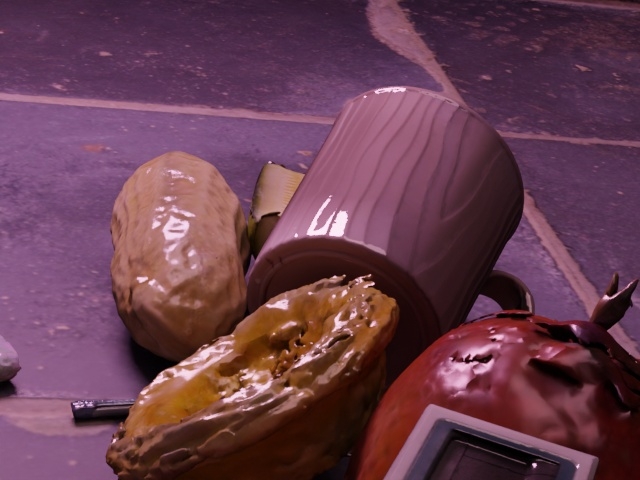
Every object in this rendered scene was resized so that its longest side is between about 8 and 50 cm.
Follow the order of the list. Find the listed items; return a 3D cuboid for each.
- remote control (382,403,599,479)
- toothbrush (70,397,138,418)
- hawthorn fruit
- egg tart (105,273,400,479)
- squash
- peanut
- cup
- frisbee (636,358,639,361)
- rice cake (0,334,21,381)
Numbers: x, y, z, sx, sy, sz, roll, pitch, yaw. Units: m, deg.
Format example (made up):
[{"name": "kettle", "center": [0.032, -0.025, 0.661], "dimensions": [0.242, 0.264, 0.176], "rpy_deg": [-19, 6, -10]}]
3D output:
[{"name": "remote control", "center": [0.061, 0.166, 0.695], "dimensions": [0.103, 0.055, 0.277], "rpy_deg": [17, 24, 13]}, {"name": "toothbrush", "center": [-0.123, 0.151, 1.353], "dimensions": [0.219, 0.016, 0.019], "rpy_deg": [-2, 25, -21]}, {"name": "hawthorn fruit", "center": [0.163, 0.162, 1.095], "dimensions": [0.276, 0.307, 0.276], "rpy_deg": [16, 13, -4]}, {"name": "egg tart", "center": [-0.045, 0.136, 1.210], "dimensions": [0.288, 0.118, 0.288], "rpy_deg": [-25, 9, 4]}, {"name": "squash", "center": [0.000, 0.000, 1.598], "dimensions": [0.169, 0.093, 0.252], "rpy_deg": [14, 16, -3]}, {"name": "peanut", "center": [-0.142, 0.017, 1.493], "dimensions": [0.152, 0.152, 0.313], "rpy_deg": [4, 24, -10]}, {"name": "cup", "center": [0.081, 0.027, 1.463], "dimensions": [0.208, 0.288, 0.273], "rpy_deg": [-10, 30, 32]}, {"name": "frisbee", "center": [0.304, 0.192, 1.336], "dimensions": [0.251, 0.021, 0.251], "rpy_deg": [1, 38, -1]}, {"name": "rice cake", "center": [-0.376, 0.086, 1.385], "dimensions": [0.124, 0.038, 0.211], "rpy_deg": [-13, 33, -40]}]
